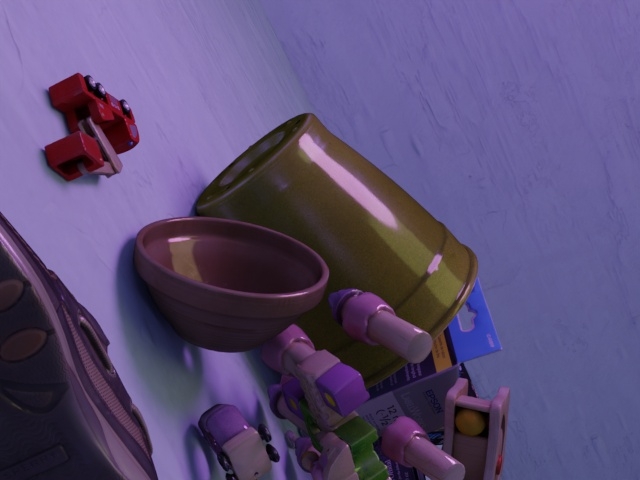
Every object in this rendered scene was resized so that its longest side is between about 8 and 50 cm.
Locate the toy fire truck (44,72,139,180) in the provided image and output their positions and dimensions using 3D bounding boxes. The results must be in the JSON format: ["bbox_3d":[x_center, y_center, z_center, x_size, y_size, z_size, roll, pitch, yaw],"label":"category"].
[{"bbox_3d":[-0.267,-0.124,1.033,0.192,0.047,0.135,36,32,-71],"label":"toy fire truck"}]

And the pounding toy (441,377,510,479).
[{"bbox_3d":[0.186,0.326,1.268,0.154,0.155,0.269,-51,144,-55],"label":"pounding toy"}]

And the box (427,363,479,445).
[{"bbox_3d":[0.161,0.266,1.727,0.295,0.073,0.293,3,48,-32],"label":"box"}]

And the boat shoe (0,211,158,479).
[{"bbox_3d":[-0.223,0.095,0.627,0.130,0.132,0.355,-114,-176,-66],"label":"boat shoe"}]

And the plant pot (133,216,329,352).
[{"bbox_3d":[-0.115,0.062,1.063,0.237,0.237,0.109,-84,-173,-70],"label":"plant pot"}]

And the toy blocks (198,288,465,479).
[{"bbox_3d":[-0.020,0.238,1.141,0.260,0.309,0.288,26,-41,52],"label":"toy blocks"}]

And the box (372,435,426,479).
[{"bbox_3d":[0.084,0.395,1.317,0.156,0.158,0.093,-101,165,-53],"label":"box"}]

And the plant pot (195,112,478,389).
[{"bbox_3d":[0.000,0.000,1.382,0.353,0.366,0.366,51,14,-15],"label":"plant pot"}]

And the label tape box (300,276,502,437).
[{"bbox_3d":[0.140,0.218,1.464,0.249,0.348,0.115,-91,156,-64],"label":"label tape box"}]
